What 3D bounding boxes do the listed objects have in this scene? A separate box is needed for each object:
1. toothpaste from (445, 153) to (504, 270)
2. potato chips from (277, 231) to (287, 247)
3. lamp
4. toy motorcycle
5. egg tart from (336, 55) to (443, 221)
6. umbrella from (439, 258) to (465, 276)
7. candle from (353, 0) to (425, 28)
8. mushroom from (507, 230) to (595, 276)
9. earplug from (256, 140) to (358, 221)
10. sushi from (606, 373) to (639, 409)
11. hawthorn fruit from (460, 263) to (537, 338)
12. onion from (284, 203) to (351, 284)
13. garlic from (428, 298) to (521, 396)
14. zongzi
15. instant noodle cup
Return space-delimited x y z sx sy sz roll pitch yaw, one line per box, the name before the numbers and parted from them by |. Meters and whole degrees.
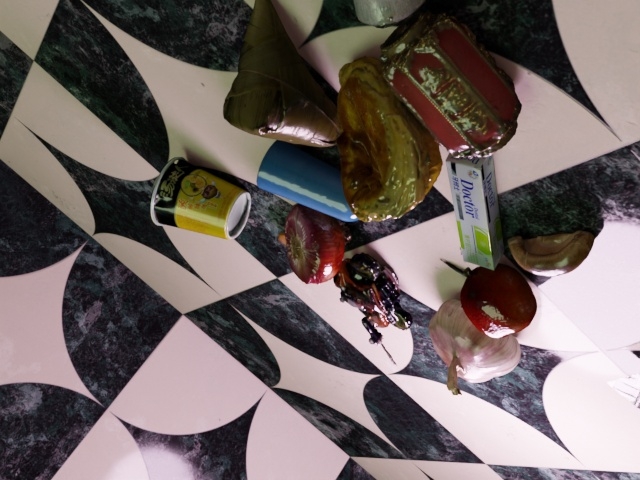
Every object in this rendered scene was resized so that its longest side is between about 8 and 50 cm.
toothpaste | 0.330 -0.068 1.842 0.081 0.067 0.336 17 149 28
potato chips | -0.031 0.018 2.450 0.202 0.049 0.150 11 146 40
lamp | 0.229 -0.271 1.518 0.274 0.177 0.177 47 153 -16
toy motorcycle | 0.153 0.181 2.402 0.207 0.134 0.401 5 139 48
egg tart | 0.127 -0.198 1.695 0.351 0.153 0.339 155 106 -72
umbrella | 0.353 0.084 2.119 0.149 0.022 0.022 30 116 15
candle | 0.124 -0.430 1.409 0.169 0.192 0.068 -18 135 6
mushroom | 0.474 0.029 1.804 0.210 0.094 0.072 -8 127 50
earplug | -0.004 -0.132 2.086 0.273 0.132 0.132 25 152 15
sushi | 0.839 0.360 1.935 0.292 0.059 0.294 38 154 -1
hawthorn fruit | 0.400 0.126 1.978 0.188 0.169 0.169 53 151 -13
onion | 0.000 0.000 2.272 0.230 0.164 0.229 45 143 48
garlic | 0.370 0.291 2.192 0.245 0.253 0.245 22 144 17
zongzi | -0.052 -0.355 1.819 0.145 0.299 0.274 12 -175 44
instant noodle cup | -0.334 -0.104 2.468 0.236 0.215 0.215 21 151 15
